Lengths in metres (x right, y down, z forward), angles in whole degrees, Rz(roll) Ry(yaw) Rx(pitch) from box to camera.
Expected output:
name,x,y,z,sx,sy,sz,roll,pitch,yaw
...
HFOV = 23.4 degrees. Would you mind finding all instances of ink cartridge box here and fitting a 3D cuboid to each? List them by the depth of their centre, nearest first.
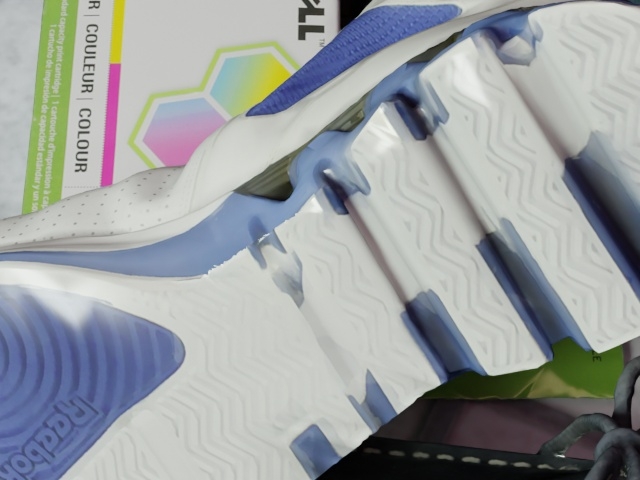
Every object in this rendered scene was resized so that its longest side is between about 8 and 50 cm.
name,x,y,z,sx,sy,sz,roll,pitch,yaw
ink cartridge box,0.007,-0.029,0.683,0.255,0.097,0.188,-1,63,1

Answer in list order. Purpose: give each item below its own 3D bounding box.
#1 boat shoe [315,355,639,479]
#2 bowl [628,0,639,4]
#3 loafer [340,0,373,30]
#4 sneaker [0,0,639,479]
name,x,y,z,sx,sy,sz,roll,pitch,yaw
boat shoe,0.118,0.125,0.503,0.500,0.156,0.187,11,31,30
bowl,0.236,-0.087,0.674,0.312,0.163,0.311,0,63,0
loafer,-0.045,-0.212,0.755,0.366,0.134,0.130,21,65,10
sneaker,0.001,-0.001,0.551,0.315,0.182,0.127,-24,103,19
